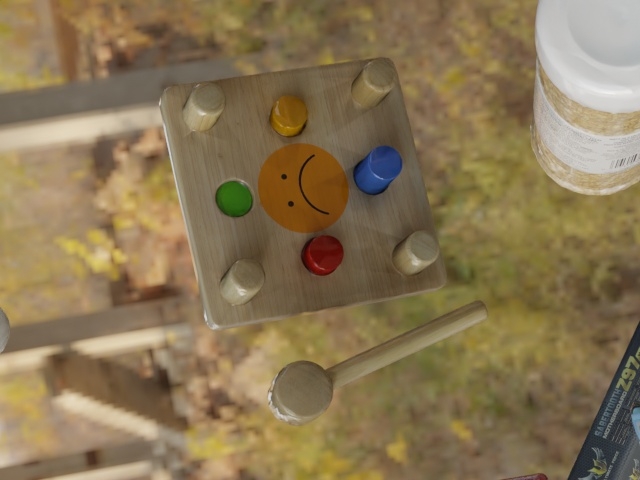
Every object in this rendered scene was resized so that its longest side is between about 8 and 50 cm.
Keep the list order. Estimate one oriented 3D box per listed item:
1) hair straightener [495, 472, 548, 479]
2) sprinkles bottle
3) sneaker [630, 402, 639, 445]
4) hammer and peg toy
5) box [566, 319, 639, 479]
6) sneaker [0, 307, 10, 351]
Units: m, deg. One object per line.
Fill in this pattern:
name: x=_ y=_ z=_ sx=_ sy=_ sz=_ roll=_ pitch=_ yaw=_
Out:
hair straightener: x=0.147 y=0.302 z=1.934 sx=0.089 sy=0.230 sz=0.047 roll=50 pitch=-151 yaw=-49
sprinkles bottle: x=0.229 y=-0.127 z=1.451 sx=0.355 sy=0.121 sz=0.121 roll=63 pitch=-165 yaw=-78
sneaker: x=0.341 y=0.131 z=1.597 sx=0.073 sy=0.162 sz=0.063 roll=61 pitch=-164 yaw=20
hammer and peg toy: x=0.000 y=0.000 z=1.828 sx=0.127 sy=0.266 sz=0.361 roll=134 pitch=124 yaw=-69
box: x=0.352 y=0.184 z=1.823 sx=0.059 sy=0.183 sz=0.232 roll=16 pitch=76 yaw=42
sneaker: x=-0.310 y=0.001 z=1.222 sx=0.094 sy=0.235 sz=0.153 roll=-85 pitch=18 yaw=-53
